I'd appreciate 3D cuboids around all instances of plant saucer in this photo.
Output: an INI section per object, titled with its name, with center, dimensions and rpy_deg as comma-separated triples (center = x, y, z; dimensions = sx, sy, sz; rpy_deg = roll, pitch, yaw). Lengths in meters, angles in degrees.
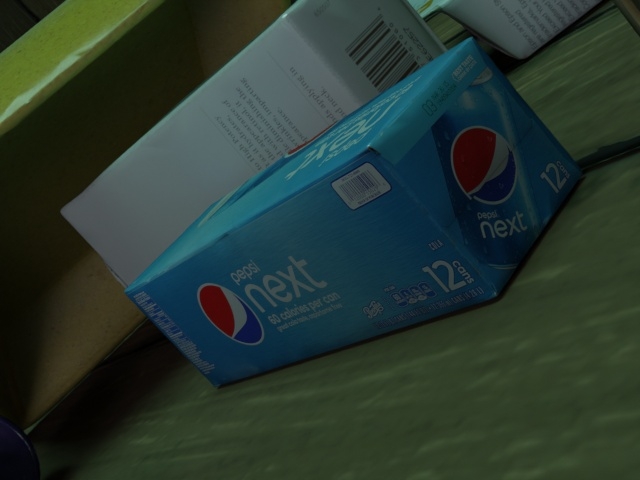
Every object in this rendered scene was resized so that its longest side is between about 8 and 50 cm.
[plant saucer]
center = -0.158, -0.046, 0.712
dimensions = 0.333, 0.081, 0.332
rpy_deg = -45, -18, -17

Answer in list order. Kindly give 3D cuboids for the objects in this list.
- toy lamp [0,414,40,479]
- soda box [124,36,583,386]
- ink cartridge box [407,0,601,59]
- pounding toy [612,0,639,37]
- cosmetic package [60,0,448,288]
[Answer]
[toy lamp]
center = -0.164, 0.127, 0.475
dimensions = 0.080, 0.080, 0.275
rpy_deg = -44, 13, -14
[soda box]
center = 0.000, 0.000, 0.423
dimensions = 0.071, 0.067, 0.210
rpy_deg = -49, 14, -33
[ink cartridge box]
center = 0.187, -0.235, 0.693
dimensions = 0.330, 0.071, 0.324
rpy_deg = -37, 14, 28
[pounding toy]
center = 0.126, -0.129, 0.293
dimensions = 0.130, 0.141, 0.100
rpy_deg = -39, 11, 13
[cosmetic package]
center = -0.031, -0.038, 0.557
dimensions = 0.231, 0.117, 0.085
rpy_deg = -28, 16, 45
